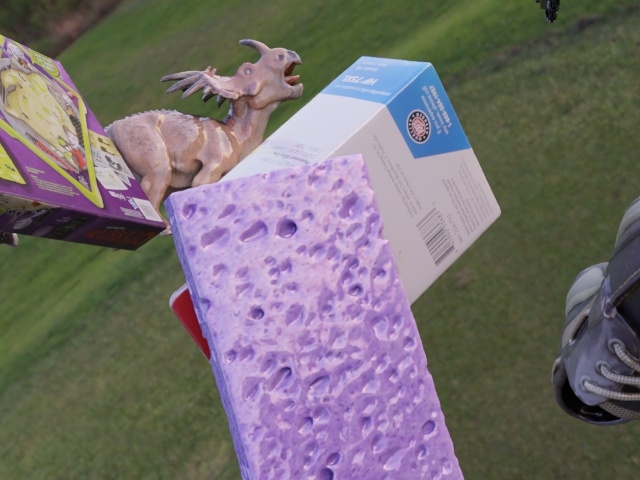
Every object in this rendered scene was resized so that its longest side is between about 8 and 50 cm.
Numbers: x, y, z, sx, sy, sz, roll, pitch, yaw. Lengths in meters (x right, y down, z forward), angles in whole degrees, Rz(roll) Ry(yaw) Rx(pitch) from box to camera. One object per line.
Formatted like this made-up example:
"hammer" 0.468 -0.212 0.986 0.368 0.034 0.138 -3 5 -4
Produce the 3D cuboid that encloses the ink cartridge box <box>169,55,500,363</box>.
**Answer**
"ink cartridge box" 0.000 0.000 0.700 0.231 0.134 0.078 -43 33 -19

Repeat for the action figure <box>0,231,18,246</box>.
"action figure" -0.355 -0.058 1.096 0.164 0.141 0.275 -45 48 4

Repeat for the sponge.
"sponge" -0.002 0.062 0.591 0.117 0.210 0.031 -14 -7 -21

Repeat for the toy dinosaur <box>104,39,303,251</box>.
"toy dinosaur" -0.163 -0.104 1.162 0.296 0.200 0.127 -13 -1 -24

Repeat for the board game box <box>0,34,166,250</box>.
"board game box" -0.260 -0.095 0.851 0.056 0.208 0.347 -33 -12 11

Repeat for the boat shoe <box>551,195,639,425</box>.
"boat shoe" 0.246 0.070 0.746 0.355 0.132 0.130 79 -149 -73

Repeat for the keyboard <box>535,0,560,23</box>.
"keyboard" 0.250 -0.301 1.190 0.023 0.108 0.180 -10 -3 11
